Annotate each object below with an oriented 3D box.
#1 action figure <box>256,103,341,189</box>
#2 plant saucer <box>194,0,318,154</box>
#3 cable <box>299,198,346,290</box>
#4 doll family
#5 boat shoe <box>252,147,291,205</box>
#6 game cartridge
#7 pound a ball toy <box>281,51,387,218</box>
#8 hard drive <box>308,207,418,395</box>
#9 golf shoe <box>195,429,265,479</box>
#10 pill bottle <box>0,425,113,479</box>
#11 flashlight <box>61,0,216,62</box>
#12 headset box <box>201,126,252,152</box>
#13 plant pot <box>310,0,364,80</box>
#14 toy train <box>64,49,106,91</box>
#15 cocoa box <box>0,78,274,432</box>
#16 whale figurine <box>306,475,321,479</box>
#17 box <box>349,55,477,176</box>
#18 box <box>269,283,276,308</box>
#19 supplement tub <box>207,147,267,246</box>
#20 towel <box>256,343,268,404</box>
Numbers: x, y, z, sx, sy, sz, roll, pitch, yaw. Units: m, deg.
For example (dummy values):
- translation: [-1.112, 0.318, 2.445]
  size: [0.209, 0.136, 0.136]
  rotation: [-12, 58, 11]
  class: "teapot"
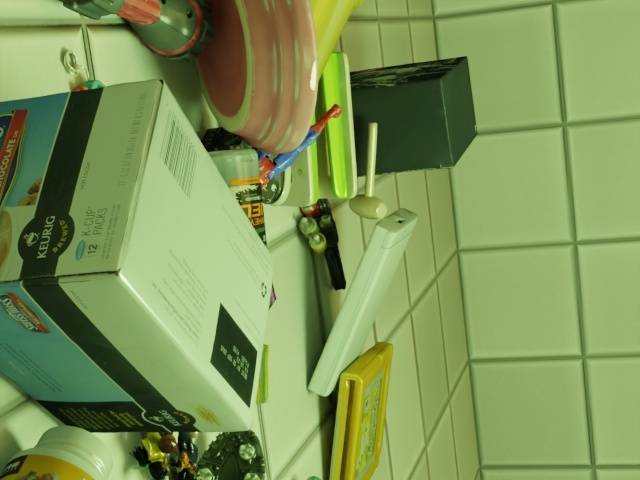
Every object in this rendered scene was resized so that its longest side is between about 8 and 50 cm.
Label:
- translation: [-0.091, -0.118, 1.737]
  size: [0.280, 0.091, 0.139]
  rotation: [-51, -173, -18]
  class: "action figure"
- translation: [-0.108, -0.283, 1.529]
  size: [0.332, 0.084, 0.332]
  rotation: [168, -90, -68]
  class: "plant saucer"
- translation: [0.000, 0.000, 2.181]
  size: [0.287, 0.072, 0.139]
  rotation: [79, -3, -62]
  class: "cable"
- translation: [-0.195, 0.287, 1.406]
  size: [0.111, 0.076, 0.193]
  rotation: [-104, 170, -46]
  class: "doll family"
- translation: [-0.095, -0.174, 1.827]
  size: [0.068, 0.081, 0.228]
  rotation: [10, 72, -42]
  class: "boat shoe"
- translation: [0.090, 0.381, 2.248]
  size: [0.323, 0.052, 0.285]
  rotation: [-21, 118, -72]
  class: "game cartridge"
- translation: [0.002, -0.187, 1.997]
  size: [0.208, 0.135, 0.319]
  rotation: [-13, 102, -43]
  class: "pound a ball toy"
- translation: [0.087, 0.117, 2.125]
  size: [0.353, 0.047, 0.233]
  rotation: [-68, 168, 16]
  class: "hard drive"
- translation: [-0.137, 0.411, 1.567]
  size: [0.120, 0.105, 0.273]
  rotation: [81, 15, -75]
  class: "golf shoe"
- translation: [-0.282, 0.288, 1.061]
  size: [0.215, 0.117, 0.117]
  rotation: [-71, 151, -52]
  class: "pill bottle"
- translation: [-0.235, -0.299, 1.372]
  size: [0.304, 0.103, 0.103]
  rotation: [-2, 84, -74]
  class: "flashlight"
- translation: [-0.141, -0.150, 1.666]
  size: [0.062, 0.083, 0.032]
  rotation: [-74, 153, -50]
  class: "headset box"
- translation: [-0.056, -0.384, 1.762]
  size: [0.254, 0.254, 0.239]
  rotation: [28, 74, -70]
  class: "plant pot"
- translation: [-0.280, -0.142, 1.283]
  size: [0.125, 0.046, 0.166]
  rotation: [60, 32, -56]
  class: "toy train"
- translation: [-0.219, 0.035, 1.132]
  size: [0.347, 0.228, 0.231]
  rotation: [61, 29, -53]
  class: "cocoa box"
- translation: [0.037, 0.550, 1.980]
  size: [0.216, 0.141, 0.272]
  rotation: [-74, 153, -47]
  class: "whale figurine"
- translation: [0.137, -0.253, 2.198]
  size: [0.343, 0.312, 0.179]
  rotation: [-48, 131, -67]
  class: "box"
- translation: [-0.119, 0.080, 1.779]
  size: [0.162, 0.029, 0.116]
  rotation: [-58, 139, -64]
  class: "box"
- translation: [-0.141, -0.038, 1.586]
  size: [0.117, 0.117, 0.190]
  rotation: [-24, 109, -72]
  class: "supplement tub"
- translation: [-0.131, 0.217, 1.720]
  size: [0.237, 0.021, 0.102]
  rotation: [14, 72, -72]
  class: "towel"
